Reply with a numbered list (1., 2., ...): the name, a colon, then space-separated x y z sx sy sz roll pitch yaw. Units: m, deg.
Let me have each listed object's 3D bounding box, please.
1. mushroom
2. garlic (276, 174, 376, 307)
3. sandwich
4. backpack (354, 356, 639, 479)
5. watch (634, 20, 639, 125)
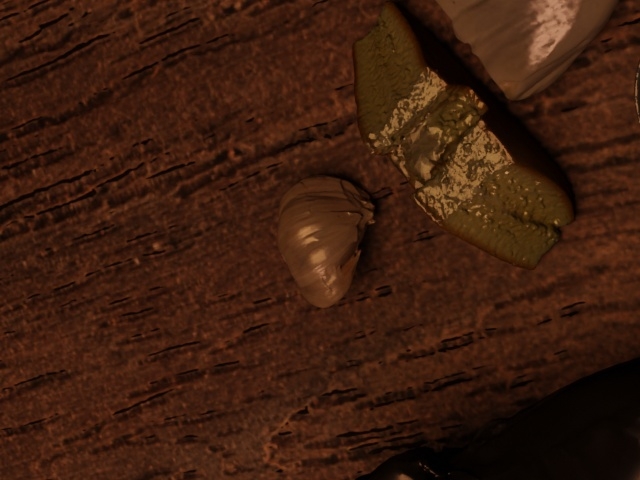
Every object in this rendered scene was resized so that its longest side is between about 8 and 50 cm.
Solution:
1. mushroom: 0.215 -0.247 1.358 0.159 0.122 0.328 35 127 -27
2. garlic: 0.000 -0.001 1.563 0.094 0.074 0.113 -30 74 42
3. sandwich: 0.104 -0.082 1.471 0.244 0.088 0.090 50 118 7
4. backpack: 0.214 0.272 1.433 0.363 0.255 0.445 48 119 0
5. watch: 0.337 -0.106 1.350 0.206 0.068 0.193 -20 96 34
